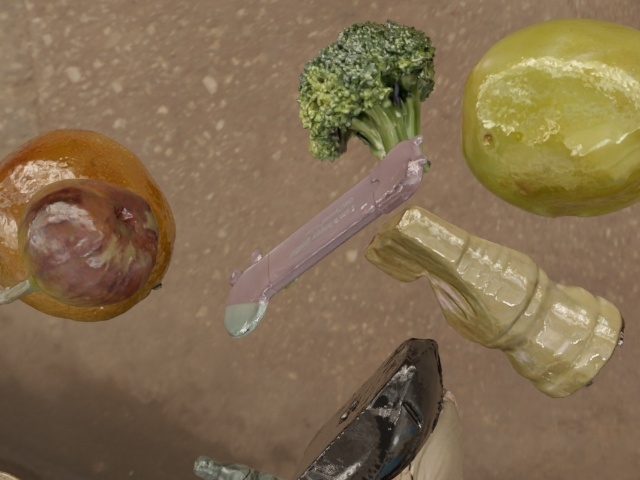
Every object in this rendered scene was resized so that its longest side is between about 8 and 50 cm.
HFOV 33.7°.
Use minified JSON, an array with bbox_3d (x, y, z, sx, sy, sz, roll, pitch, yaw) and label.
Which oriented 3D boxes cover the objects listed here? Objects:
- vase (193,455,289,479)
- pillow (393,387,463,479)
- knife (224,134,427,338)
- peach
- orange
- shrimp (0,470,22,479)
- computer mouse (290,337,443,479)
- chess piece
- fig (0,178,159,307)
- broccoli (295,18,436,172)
[{"bbox_3d":[-0.096,0.371,1.582,0.211,0.060,0.060,27,117,-20],"label":"vase"},{"bbox_3d":[0.118,0.323,1.298,0.067,0.270,0.173,4,116,27],"label":"pillow"},{"bbox_3d":[0.001,0.000,1.420,0.038,0.132,0.398,26,130,-34],"label":"knife"},{"bbox_3d":[0.372,-0.180,1.544,0.316,0.314,0.281,-4,72,34],"label":"peach"},{"bbox_3d":[-0.311,-0.018,1.369,0.264,0.264,0.264,5,112,13],"label":"orange"},{"bbox_3d":[-0.149,0.192,0.558,0.254,0.059,0.145,19,112,21],"label":"shrimp"},{"bbox_3d":[0.048,0.175,0.944,0.073,0.122,0.217,41,123,0],"label":"computer mouse"},{"bbox_3d":[0.191,0.058,1.205,0.301,0.137,0.137,32,116,-17],"label":"chess piece"},{"bbox_3d":[-0.290,0.004,1.182,0.231,0.160,0.143,-2,94,37],"label":"fig"},{"bbox_3d":[0.080,-0.230,1.721,0.235,0.288,0.260,17,113,40],"label":"broccoli"}]
